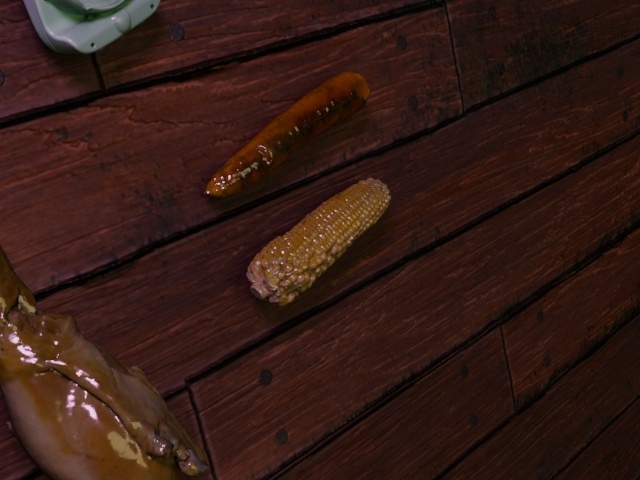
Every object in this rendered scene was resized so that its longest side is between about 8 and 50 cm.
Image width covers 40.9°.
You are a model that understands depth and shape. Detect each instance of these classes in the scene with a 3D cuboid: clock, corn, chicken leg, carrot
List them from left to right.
[{"bbox_3d":[-0.302,0.117,0.925,0.153,0.201,0.429,-39,105,-23],"label":"chicken leg"},{"bbox_3d":[-0.268,-0.323,0.948,0.159,0.066,0.211,-51,139,-38],"label":"clock"},{"bbox_3d":[-0.049,-0.146,1.209,0.314,0.066,0.066,-40,119,-29],"label":"carrot"},{"bbox_3d":[0.000,0.000,1.246,0.288,0.086,0.086,-39,119,-35],"label":"corn"}]
